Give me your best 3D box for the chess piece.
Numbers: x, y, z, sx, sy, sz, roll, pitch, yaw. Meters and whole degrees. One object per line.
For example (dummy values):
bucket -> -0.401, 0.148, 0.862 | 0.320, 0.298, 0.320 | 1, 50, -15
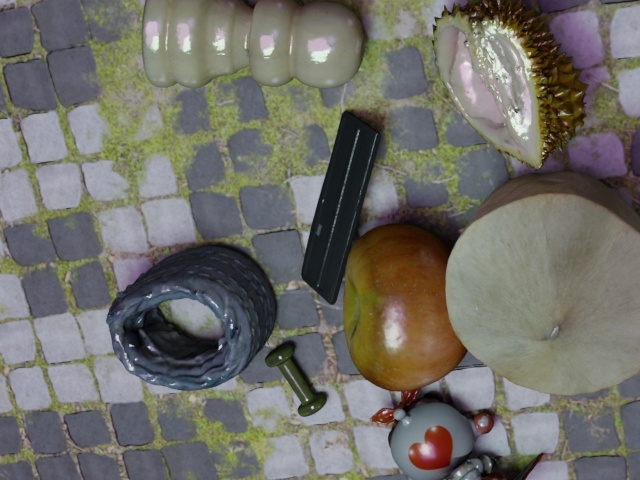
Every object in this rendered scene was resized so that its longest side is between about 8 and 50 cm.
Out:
chess piece -> -0.088, -0.278, 1.966 | 0.300, 0.167, 0.167 | 8, 112, 9

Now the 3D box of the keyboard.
keyboard -> 0.011, 0.002, 2.070 | 0.103, 0.041, 0.381 | 41, 117, 47

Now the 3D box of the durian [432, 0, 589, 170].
durian -> 0.257, -0.227, 1.890 | 0.138, 0.183, 0.249 | -36, 94, -11

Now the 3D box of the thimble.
thimble -> -0.197, 0.120, 2.136 | 0.236, 0.172, 0.205 | 8, 109, 16

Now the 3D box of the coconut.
coconut -> 0.319, 0.061, 1.869 | 0.329, 0.329, 0.329 | 6, 111, 15

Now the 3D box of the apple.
apple -> 0.125, 0.095, 2.010 | 0.173, 0.210, 0.235 | -2, 107, -9

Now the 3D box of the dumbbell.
dumbbell -> -0.038, 0.217, 2.191 | 0.052, 0.046, 0.118 | -28, 99, 30

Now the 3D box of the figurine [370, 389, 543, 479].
figurine -> 0.180, 0.322, 2.120 | 0.226, 0.160, 0.183 | 44, 116, 8
